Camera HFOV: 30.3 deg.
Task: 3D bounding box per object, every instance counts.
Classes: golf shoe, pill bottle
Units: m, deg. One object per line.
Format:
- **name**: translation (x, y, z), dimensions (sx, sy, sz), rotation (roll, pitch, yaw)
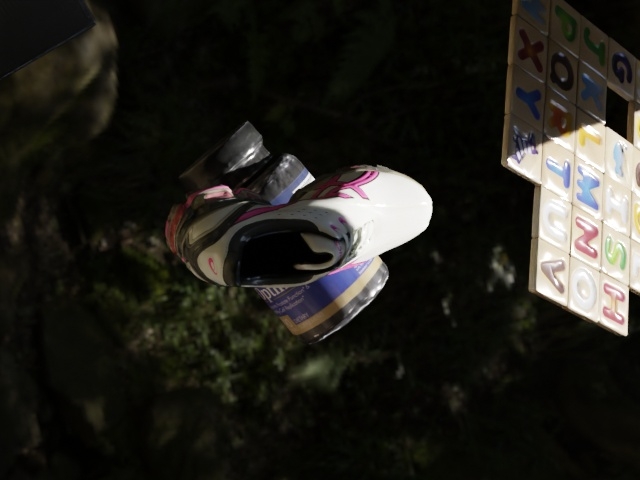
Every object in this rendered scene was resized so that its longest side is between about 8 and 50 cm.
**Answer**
- **golf shoe**: translation (0.000, 0.000, 0.755), dimensions (0.086, 0.186, 0.067), rotation (39, -47, 50)
- **pill bottle**: translation (-0.041, -0.011, 1.220), dimensions (0.219, 0.123, 0.123), rotation (50, 10, -9)

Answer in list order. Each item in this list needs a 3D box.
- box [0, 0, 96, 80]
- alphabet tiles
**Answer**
- **box**: translation (-0.269, -0.165, 0.840), dimensions (0.045, 0.184, 0.190), rotation (59, -5, 17)
- **alphabet tiles**: translation (0.198, -0.057, 0.880), dimensions (0.198, 0.009, 0.237), rotation (25, 63, -40)
